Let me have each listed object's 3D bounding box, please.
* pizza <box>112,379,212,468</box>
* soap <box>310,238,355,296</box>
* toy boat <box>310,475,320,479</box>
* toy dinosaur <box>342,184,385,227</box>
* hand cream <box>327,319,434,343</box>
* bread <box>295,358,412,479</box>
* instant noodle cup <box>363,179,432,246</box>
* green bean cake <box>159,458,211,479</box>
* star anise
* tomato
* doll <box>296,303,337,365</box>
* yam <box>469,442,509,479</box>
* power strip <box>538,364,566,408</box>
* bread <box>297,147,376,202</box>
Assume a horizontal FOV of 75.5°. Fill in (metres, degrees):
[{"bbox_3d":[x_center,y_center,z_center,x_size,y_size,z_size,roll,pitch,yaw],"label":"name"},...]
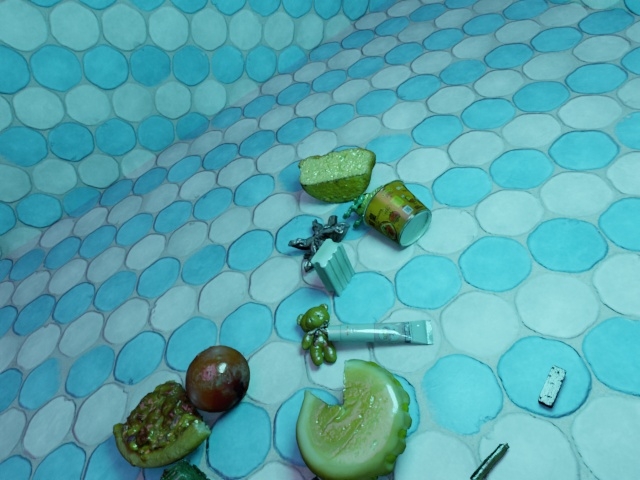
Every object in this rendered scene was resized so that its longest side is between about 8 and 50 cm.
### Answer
[{"bbox_3d":[-0.512,0.591,1.343,0.409,0.114,0.277,-5,49,29],"label":"pizza"},{"bbox_3d":[0.048,0.097,1.468,0.067,0.198,0.119,19,61,33],"label":"soap"},{"bbox_3d":[0.021,0.723,1.040,0.093,0.103,0.246,-30,59,-21],"label":"toy boat"},{"bbox_3d":[0.179,-0.143,1.610,0.094,0.259,0.153,39,69,-3],"label":"toy dinosaur"},{"bbox_3d":[0.189,0.297,1.328,0.332,0.058,0.085,-1,47,4],"label":"hand cream"},{"bbox_3d":[0.097,0.503,1.132,0.333,0.160,0.332,-13,50,15],"label":"bread"},{"bbox_3d":[0.291,-0.091,1.527,0.216,0.215,0.172,-38,57,-10],"label":"instant noodle cup"},{"bbox_3d":[-0.394,0.688,1.161,0.193,0.208,0.107,29,64,36],"label":"green bean cake"},{"bbox_3d":[0.004,-0.002,1.632,0.212,0.129,0.282,5,49,47],"label":"star anise"},{"bbox_3d":[-0.327,0.449,1.332,0.208,0.208,0.184,-35,54,-7],"label":"tomato"},{"bbox_3d":[-0.007,0.312,1.386,0.137,0.097,0.209,-21,52,-2],"label":"doll"},{"bbox_3d":[0.426,0.558,1.037,0.129,0.033,0.027,-37,20,-15],"label":"yam"},{"bbox_3d":[0.614,0.387,1.095,0.038,0.029,0.111,23,66,35],"label":"power strip"},{"bbox_3d":[0.082,-0.265,1.773,0.340,0.179,0.194,-8,51,14],"label":"bread"}]
